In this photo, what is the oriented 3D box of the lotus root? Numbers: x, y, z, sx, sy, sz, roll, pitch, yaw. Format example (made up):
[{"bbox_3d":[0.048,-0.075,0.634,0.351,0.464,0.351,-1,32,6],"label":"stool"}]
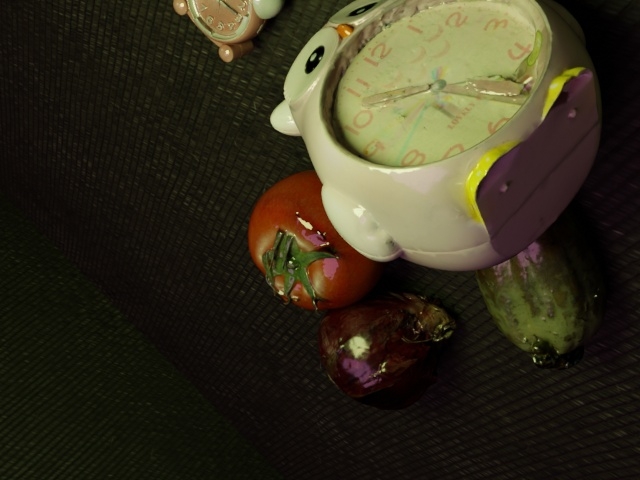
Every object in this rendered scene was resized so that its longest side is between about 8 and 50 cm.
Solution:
[{"bbox_3d":[0.309,0.037,0.958,0.173,0.173,0.310,1,124,46],"label":"lotus root"}]

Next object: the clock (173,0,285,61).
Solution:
[{"bbox_3d":[-0.139,-0.397,1.066,0.166,0.092,0.162,47,136,1],"label":"clock"}]

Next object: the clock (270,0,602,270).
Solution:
[{"bbox_3d":[0.137,-0.148,0.825,0.376,0.368,0.250,40,176,39],"label":"clock"}]

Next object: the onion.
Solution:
[{"bbox_3d":[0.122,0.222,1.285,0.221,0.280,0.281,-105,7,-50],"label":"onion"}]

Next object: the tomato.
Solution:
[{"bbox_3d":[0.000,0.000,1.178,0.255,0.224,0.256,25,135,28],"label":"tomato"}]
